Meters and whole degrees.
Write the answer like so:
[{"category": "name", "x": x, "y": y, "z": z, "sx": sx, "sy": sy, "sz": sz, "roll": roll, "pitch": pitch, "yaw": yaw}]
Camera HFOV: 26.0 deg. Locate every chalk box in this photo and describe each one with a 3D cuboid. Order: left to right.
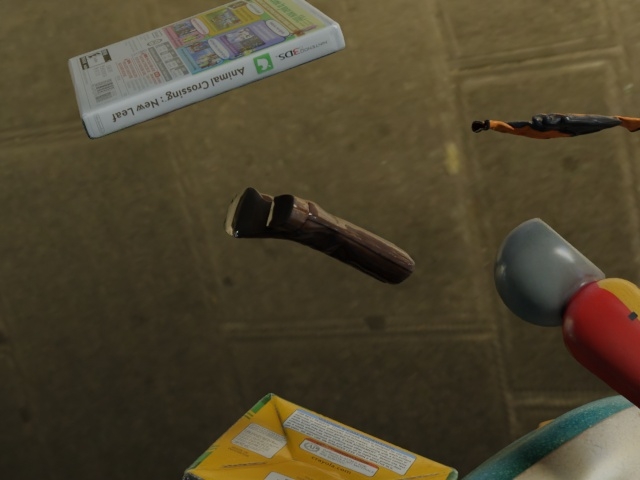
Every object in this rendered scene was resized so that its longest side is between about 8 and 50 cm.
[{"category": "chalk box", "x": -0.030, "y": 0.305, "z": 1.105, "sx": 0.180, "sy": 0.179, "sz": 0.289, "roll": 22, "pitch": 111, "yaw": 14}]

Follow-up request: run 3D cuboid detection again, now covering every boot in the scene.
[{"category": "boot", "x": 0.000, "y": 0.000, "z": 0.967, "sx": 0.106, "sy": 0.114, "sz": 0.037, "roll": 8, "pitch": 78, "yaw": 59}]

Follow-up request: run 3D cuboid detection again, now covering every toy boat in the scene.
[{"category": "toy boat", "x": 0.160, "y": 0.136, "z": 0.902, "sx": 0.148, "sy": 0.267, "sz": 0.318, "roll": 45, "pitch": 147, "yaw": 38}]

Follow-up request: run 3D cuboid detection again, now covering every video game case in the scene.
[{"category": "video game case", "x": -0.096, "y": -0.142, "z": 1.065, "sx": 0.193, "sy": 0.212, "sz": 0.023, "roll": -21, "pitch": 111, "yaw": -6}]

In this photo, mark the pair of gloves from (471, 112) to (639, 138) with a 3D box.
[{"category": "pair of gloves", "x": 0.136, "y": -0.064, "z": 0.791, "sx": 0.083, "sy": 0.074, "sz": 0.010, "roll": -1, "pitch": 88, "yaw": 63}]
